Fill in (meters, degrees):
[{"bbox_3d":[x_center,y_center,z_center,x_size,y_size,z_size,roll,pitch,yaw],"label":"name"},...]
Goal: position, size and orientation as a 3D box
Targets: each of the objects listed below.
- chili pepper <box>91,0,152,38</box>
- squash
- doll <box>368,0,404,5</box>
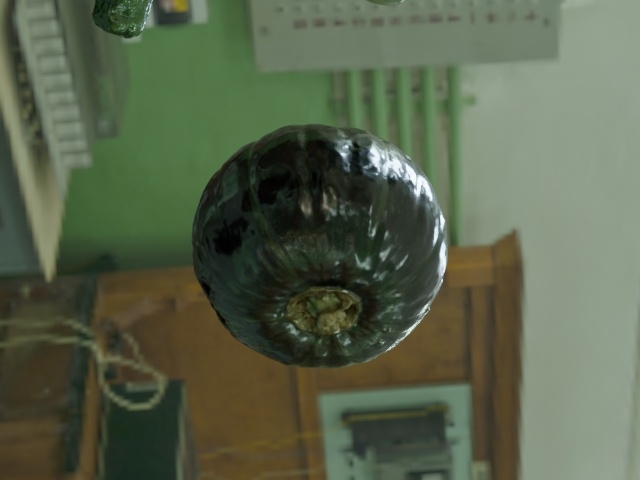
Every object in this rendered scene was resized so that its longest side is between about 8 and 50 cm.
[{"bbox_3d":[-0.068,-0.148,0.693,0.035,0.118,0.055,40,-14,34],"label":"chili pepper"},{"bbox_3d":[0.001,0.005,1.040,0.156,0.193,0.193,-72,160,-60],"label":"squash"},{"bbox_3d":[0.065,-0.295,0.938,0.155,0.113,0.275,-124,-148,-56],"label":"doll"}]
